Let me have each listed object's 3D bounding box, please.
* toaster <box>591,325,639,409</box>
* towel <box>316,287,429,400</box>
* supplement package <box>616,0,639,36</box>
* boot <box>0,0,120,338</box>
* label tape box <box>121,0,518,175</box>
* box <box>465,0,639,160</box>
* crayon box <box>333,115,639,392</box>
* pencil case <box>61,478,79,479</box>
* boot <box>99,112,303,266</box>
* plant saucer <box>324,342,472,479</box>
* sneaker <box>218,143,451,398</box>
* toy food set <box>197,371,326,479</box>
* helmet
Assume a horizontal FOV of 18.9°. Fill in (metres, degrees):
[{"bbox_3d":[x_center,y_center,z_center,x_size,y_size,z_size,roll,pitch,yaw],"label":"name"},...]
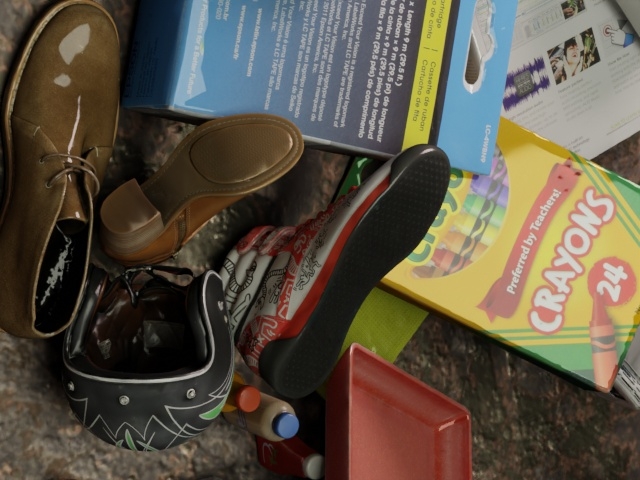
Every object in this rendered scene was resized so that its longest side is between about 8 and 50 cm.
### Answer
[{"bbox_3d":[0.317,0.076,2.032,0.146,0.129,0.227,-51,122,-11],"label":"toaster"},{"bbox_3d":[0.069,0.061,1.930,0.102,0.021,0.237,45,74,-29],"label":"towel"},{"bbox_3d":[0.425,-0.353,1.960,0.175,0.178,0.293,49,57,-33],"label":"supplement package"},{"bbox_3d":[-0.219,-0.061,1.670,0.112,0.115,0.305,12,89,-31],"label":"boot"},{"bbox_3d":[0.010,-0.209,1.776,0.348,0.115,0.249,10,87,-32],"label":"label tape box"},{"bbox_3d":[0.231,-0.234,1.969,0.232,0.058,0.322,-29,113,-26],"label":"box"},{"bbox_3d":[0.176,-0.006,1.882,0.319,0.081,0.202,25,84,-9],"label":"crayon box"},{"bbox_3d":[-0.182,0.299,1.766,0.206,0.086,0.088,38,64,-31],"label":"pencil case"},{"bbox_3d":[-0.107,-0.040,1.712,0.197,0.152,0.073,-23,76,-6],"label":"boot"},{"bbox_3d":[0.073,0.258,1.862,0.259,0.048,0.258,32,52,-53],"label":"plant saucer"},{"bbox_3d":[-0.001,0.000,1.781,0.090,0.145,0.270,24,102,-46],"label":"sneaker"},{"bbox_3d":[-0.061,0.228,1.821,0.111,0.104,0.232,-10,103,-31],"label":"toy food set"},{"bbox_3d":[-0.153,0.108,1.704,0.169,0.169,0.161,16,71,-34],"label":"helmet"}]
